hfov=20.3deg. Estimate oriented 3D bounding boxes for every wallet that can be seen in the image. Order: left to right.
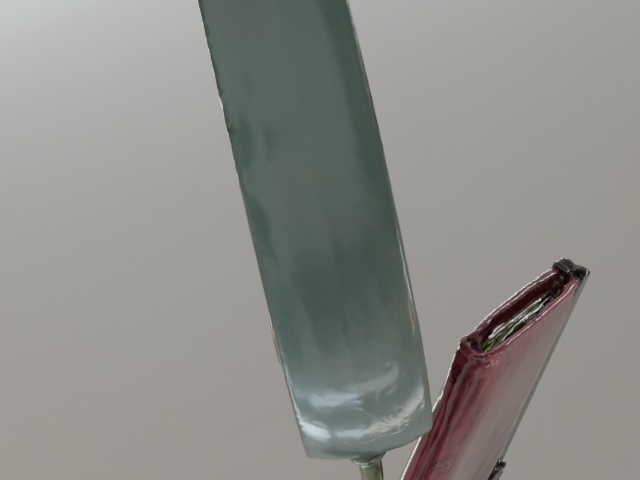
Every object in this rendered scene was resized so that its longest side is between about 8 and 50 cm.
[{"bbox_3d":[0.053,0.122,0.826,0.025,0.119,0.232,31,-61,19],"label":"wallet"}]

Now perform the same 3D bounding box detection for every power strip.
[{"bbox_3d":[0.000,0.000,0.664,0.054,0.253,0.167,-11,-136,0],"label":"power strip"}]
